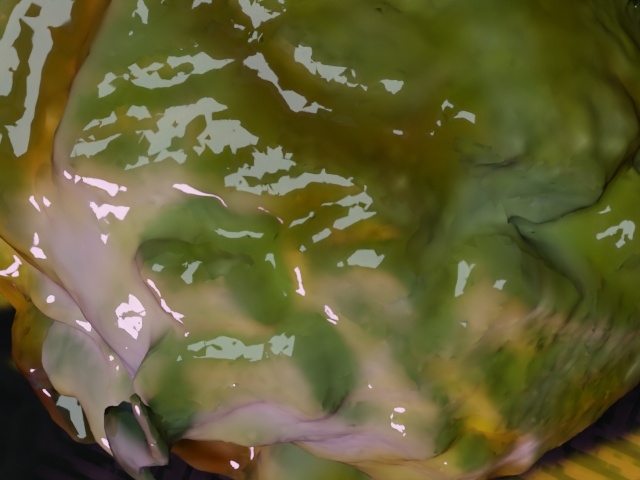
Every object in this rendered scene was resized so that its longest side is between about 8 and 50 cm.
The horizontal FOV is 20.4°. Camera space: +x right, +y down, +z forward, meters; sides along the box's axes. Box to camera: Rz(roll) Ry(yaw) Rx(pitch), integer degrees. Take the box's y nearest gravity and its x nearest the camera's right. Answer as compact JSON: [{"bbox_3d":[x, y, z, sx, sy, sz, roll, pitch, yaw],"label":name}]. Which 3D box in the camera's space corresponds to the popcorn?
[{"bbox_3d":[0.000,0.000,0.431,0.198,0.198,0.212,13,124,11],"label":"popcorn"}]
